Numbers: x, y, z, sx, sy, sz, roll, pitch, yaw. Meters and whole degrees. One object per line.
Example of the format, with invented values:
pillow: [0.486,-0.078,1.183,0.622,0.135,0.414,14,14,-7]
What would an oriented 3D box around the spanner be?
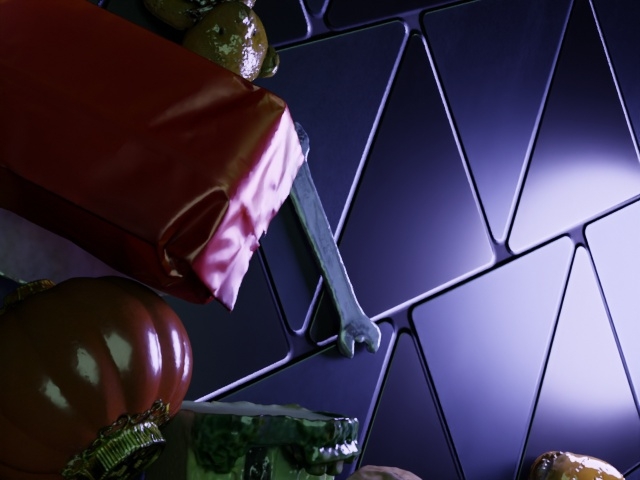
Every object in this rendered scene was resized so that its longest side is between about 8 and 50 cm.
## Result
spanner: [0.000,0.000,1.278,0.071,0.017,0.302,-23,96,-34]

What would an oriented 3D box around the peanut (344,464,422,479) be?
peanut: [0.043,0.355,1.181,0.122,0.137,0.253,24,61,16]

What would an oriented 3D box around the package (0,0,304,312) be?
package: [-0.228,-0.108,0.979,0.423,0.123,0.196,28,67,2]

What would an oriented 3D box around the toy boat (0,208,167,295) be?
toy boat: [-0.194,-0.056,1.107,0.276,0.111,0.294,30,75,-18]

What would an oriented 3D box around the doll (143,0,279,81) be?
doll: [-0.119,-0.269,1.195,0.137,0.097,0.210,-19,88,-30]

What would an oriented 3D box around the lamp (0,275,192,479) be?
lamp: [-0.223,0.129,0.984,0.223,0.223,0.196,-24,66,-35]

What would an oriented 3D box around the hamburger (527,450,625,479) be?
hamburger: [0.336,0.351,1.415,0.147,0.083,0.138,22,75,-27]

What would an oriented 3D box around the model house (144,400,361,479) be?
model house: [-0.064,0.262,1.095,0.214,0.195,0.189,9,85,-32]
